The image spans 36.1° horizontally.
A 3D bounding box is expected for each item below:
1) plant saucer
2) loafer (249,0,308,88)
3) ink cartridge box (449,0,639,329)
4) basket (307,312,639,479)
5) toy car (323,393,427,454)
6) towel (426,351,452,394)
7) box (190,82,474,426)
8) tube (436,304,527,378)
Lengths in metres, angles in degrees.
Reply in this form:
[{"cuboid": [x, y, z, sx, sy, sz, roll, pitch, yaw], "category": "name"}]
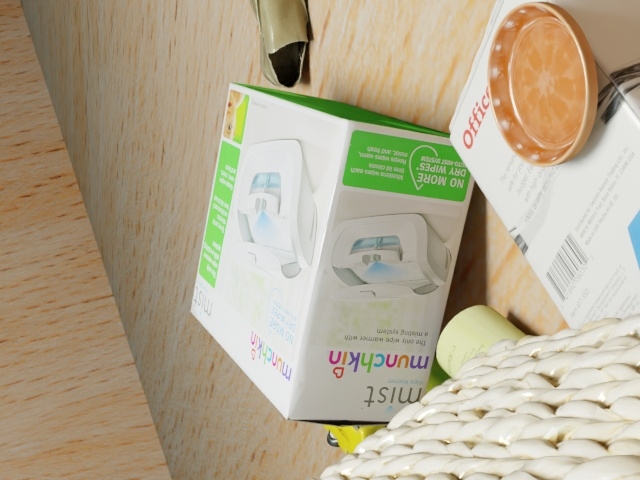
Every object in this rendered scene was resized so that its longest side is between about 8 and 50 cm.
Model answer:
[{"cuboid": [0.114, -0.079, 0.501, 0.083, 0.013, 0.084, 41, 137, 55], "category": "plant saucer"}, {"cuboid": [-0.036, -0.216, 0.985, 0.050, 0.056, 0.148, -126, 20, -44], "category": "loafer"}, {"cuboid": [0.161, -0.041, 0.535, 0.140, 0.082, 0.191, 105, 147, -51], "category": "ink cartridge box"}, {"cuboid": [0.133, 0.225, 0.410, 0.331, 0.266, 0.328, 58, 158, 0], "category": "basket"}, {"cuboid": [0.081, 0.200, 0.874, 0.239, 0.053, 0.225, 66, 154, 26], "category": "toy car"}, {"cuboid": [0.095, 0.140, 0.904, 0.237, 0.021, 0.102, -131, 33, -50], "category": "towel"}, {"cuboid": [0.000, 0.000, 0.841, 0.262, 0.126, 0.231, 33, 114, 62], "category": "box"}, {"cuboid": [0.168, 0.127, 0.659, 0.070, 0.062, 0.240, 41, -178, -42], "category": "tube"}]
